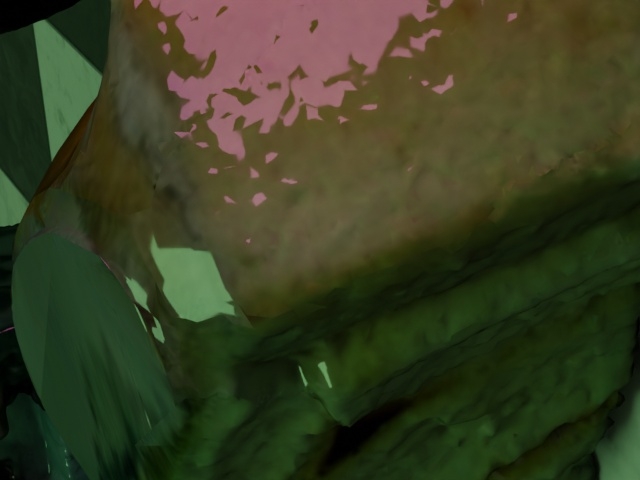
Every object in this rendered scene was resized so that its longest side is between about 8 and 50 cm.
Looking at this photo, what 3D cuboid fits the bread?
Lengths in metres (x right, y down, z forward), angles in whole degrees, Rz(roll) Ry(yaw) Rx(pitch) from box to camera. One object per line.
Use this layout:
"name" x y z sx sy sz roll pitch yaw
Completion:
"bread" -0.003 -0.004 0.870 0.395 0.264 0.239 100 148 -51

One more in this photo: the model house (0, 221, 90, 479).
"model house" -0.224 0.169 1.444 0.251 0.294 0.329 -142 43 -60

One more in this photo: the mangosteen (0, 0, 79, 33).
"mangosteen" -0.238 -0.330 1.089 0.382 0.382 0.435 12 83 64
